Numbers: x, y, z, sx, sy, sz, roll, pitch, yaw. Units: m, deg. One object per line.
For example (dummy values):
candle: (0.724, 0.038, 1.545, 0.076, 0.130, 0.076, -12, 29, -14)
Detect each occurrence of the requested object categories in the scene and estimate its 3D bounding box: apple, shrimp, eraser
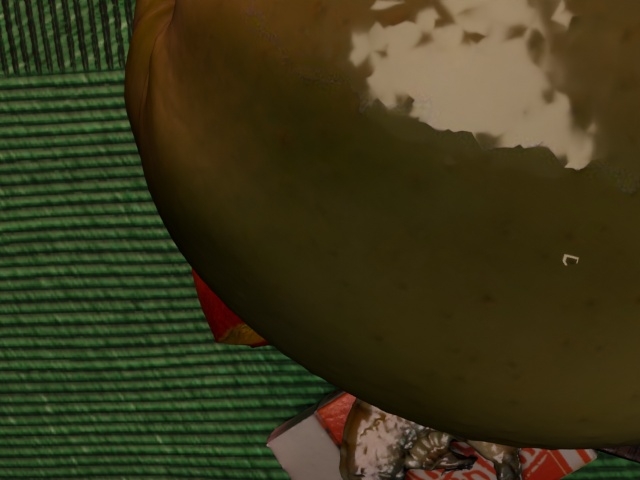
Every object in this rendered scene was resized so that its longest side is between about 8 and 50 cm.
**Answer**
apple: (0.107, -0.116, 0.840, 0.473, 0.473, 0.474, 4, 108, 11)
shrimp: (0.090, 0.210, 1.206, 0.150, 0.051, 0.217, 1, 103, 3)
eraser: (0.091, 0.167, 1.236, 0.230, 0.038, 0.157, -34, 98, 19)

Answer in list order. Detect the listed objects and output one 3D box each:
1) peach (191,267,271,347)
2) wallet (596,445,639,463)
peach: (0.000, 0.000, 1.125, 0.196, 0.190, 0.226, 23, 106, -2)
wallet: (0.243, 0.055, 1.151, 0.124, 0.042, 0.230, 18, 100, -1)
